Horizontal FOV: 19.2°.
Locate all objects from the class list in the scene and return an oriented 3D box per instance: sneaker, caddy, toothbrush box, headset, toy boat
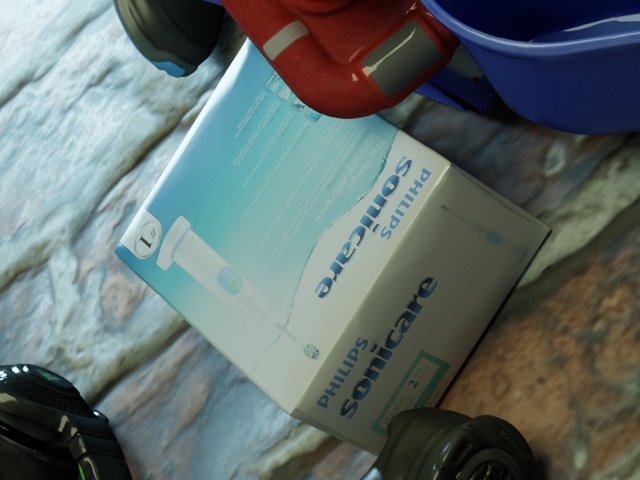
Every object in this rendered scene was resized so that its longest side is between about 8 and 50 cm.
[{"bbox_3d":[0.043,0.245,1.313,0.286,0.109,0.130,-59,29,-7],"label":"sneaker"},{"bbox_3d":[-0.105,-0.316,1.757,0.140,0.125,0.340,-12,63,37],"label":"sneaker"},{"bbox_3d":[0.224,-0.213,1.235,0.341,0.179,0.241,-7,62,19],"label":"caddy"},{"bbox_3d":[0.000,0.000,1.461,0.216,0.126,0.295,-58,39,3],"label":"toothbrush box"},{"bbox_3d":[-0.314,0.198,1.638,0.243,0.185,0.394,-48,53,16],"label":"headset"},{"bbox_3d":[-0.003,-0.200,1.313,0.151,0.231,0.151,-39,-2,4],"label":"toy boat"}]

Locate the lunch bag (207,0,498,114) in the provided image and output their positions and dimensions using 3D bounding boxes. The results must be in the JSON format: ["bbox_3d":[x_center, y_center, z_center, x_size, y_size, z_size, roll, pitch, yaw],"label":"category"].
[{"bbox_3d":[0.055,-0.308,1.507,0.385,0.239,0.327,30,91,34],"label":"lunch bag"}]
